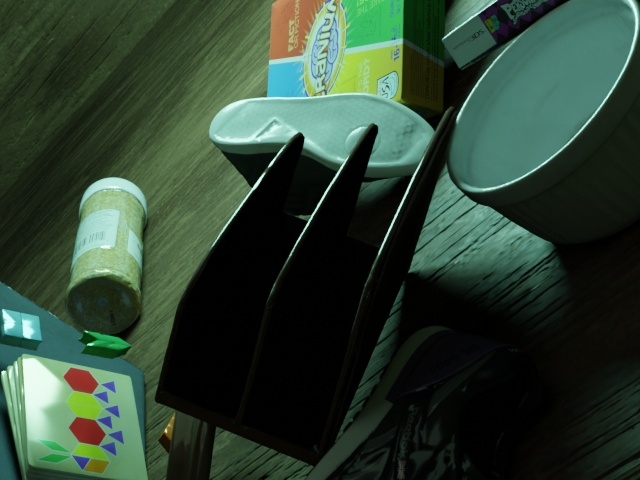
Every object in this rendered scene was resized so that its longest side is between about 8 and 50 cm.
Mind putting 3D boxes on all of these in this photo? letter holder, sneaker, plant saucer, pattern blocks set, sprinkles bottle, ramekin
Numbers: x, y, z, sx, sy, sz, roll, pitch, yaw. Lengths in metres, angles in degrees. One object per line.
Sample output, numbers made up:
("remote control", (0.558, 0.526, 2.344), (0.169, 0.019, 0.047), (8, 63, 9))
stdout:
("letter holder", (0.000, 0.000, 0.941), (0.302, 0.152, 0.214), (-60, -11, -54))
("sneaker", (0.064, 0.191, 0.808), (0.124, 0.107, 0.283), (5, 61, 57))
("plant saucer", (-0.123, 0.201, 1.049), (0.278, 0.041, 0.278), (-172, 90, -86))
("pattern blocks set", (-0.266, 0.207, 1.196), (0.026, 0.285, 0.325), (-57, 25, 27))
("sprinkles bottle", (-0.358, 0.018, 1.841), (0.121, 0.121, 0.355), (-47, 24, 17))
("sneaker", (0.021, -0.093, 1.305), (0.295, 0.147, 0.104), (7, 60, 29))
("ramekin", (0.215, -0.094, 0.907), (0.207, 0.109, 0.207), (-42, 26, 26))

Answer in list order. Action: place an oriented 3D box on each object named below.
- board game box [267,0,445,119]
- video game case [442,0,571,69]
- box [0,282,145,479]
("board game box", (0.037, -0.242, 1.402), (0.316, 0.064, 0.242), (-18, 66, 55))
("video game case", (0.250, -0.260, 1.036), (0.210, 0.042, 0.232), (-31, 5, 45))
("box", (-0.463, 0.370, 1.318), (0.472, 0.297, 0.480), (-50, 22, 14))
